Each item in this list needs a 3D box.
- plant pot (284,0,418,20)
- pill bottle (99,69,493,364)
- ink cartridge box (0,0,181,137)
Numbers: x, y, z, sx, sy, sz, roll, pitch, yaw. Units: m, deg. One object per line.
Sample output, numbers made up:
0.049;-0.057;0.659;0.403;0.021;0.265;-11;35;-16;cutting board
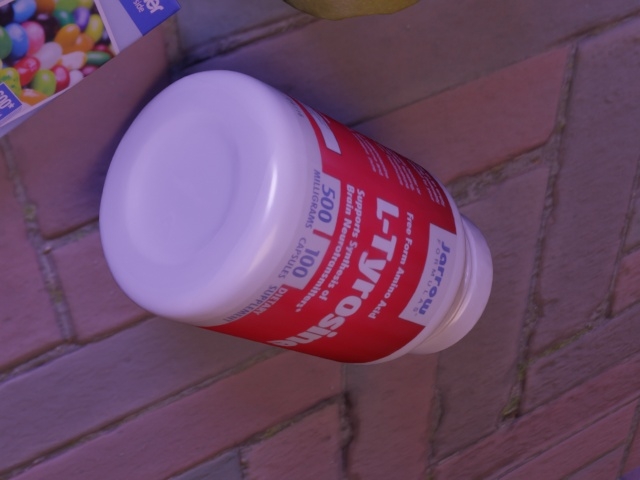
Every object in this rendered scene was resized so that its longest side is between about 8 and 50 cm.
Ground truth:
0.013;-0.304;0.818;0.276;0.276;0.254;-35;156;-5;plant pot
0.000;0.000;1.127;0.229;0.229;0.407;-51;143;15;pill bottle
-0.238;-0.190;0.862;0.311;0.065;0.186;-38;144;-5;ink cartridge box
